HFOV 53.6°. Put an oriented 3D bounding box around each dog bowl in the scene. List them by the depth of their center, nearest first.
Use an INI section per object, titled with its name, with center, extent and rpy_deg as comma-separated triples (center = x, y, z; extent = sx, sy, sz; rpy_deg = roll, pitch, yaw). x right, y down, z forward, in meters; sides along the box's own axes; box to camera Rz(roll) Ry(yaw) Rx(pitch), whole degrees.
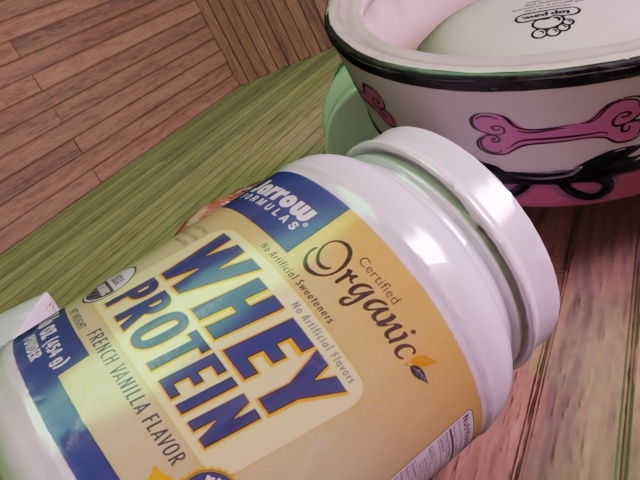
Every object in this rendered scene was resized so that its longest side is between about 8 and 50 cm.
[dog bowl]
center = 0.216, -0.190, 0.594
extent = 0.407, 0.150, 0.408
rpy_deg = -10, 39, 8

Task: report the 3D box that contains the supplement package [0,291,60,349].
[supplement package]
center = -0.257, 0.188, 0.512
extent = 0.149, 0.194, 0.203
rpy_deg = -26, 22, 2

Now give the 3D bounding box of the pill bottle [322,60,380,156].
[pill bottle]
center = 0.111, -0.198, 0.941
extent = 0.204, 0.204, 0.361
rpy_deg = -21, 22, 16

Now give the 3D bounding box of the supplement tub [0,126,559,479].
[supplement tub]
center = -0.022, 0.084, 0.424
extent = 0.316, 0.228, 0.228
rpy_deg = -35, 23, -18

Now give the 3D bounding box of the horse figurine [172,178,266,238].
[horse figurine]
center = -0.100, 0.071, 0.564
extent = 0.066, 0.263, 0.174
rpy_deg = 23, 30, 33
